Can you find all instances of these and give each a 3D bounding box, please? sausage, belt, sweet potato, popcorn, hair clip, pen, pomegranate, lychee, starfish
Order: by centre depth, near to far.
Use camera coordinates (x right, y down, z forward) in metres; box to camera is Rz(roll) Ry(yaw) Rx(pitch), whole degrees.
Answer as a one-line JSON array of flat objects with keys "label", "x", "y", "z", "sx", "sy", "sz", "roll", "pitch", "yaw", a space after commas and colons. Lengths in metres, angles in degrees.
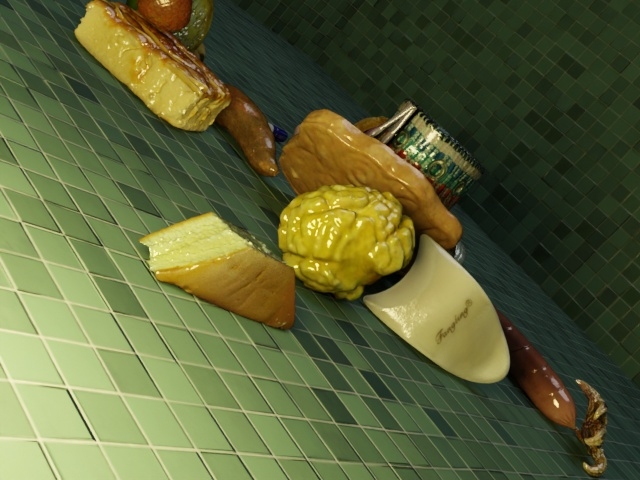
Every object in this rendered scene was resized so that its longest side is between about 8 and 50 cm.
[{"label": "popcorn", "x": 0.036, "y": -0.003, "z": 1.573, "sx": 0.200, "sy": 0.226, "sz": 0.203, "roll": 59, "pitch": -20, "yaw": -7}, {"label": "hair clip", "x": 0.233, "y": 0.149, "z": 1.727, "sx": 0.282, "sy": 0.172, "sz": 0.113, "roll": 48, "pitch": -7, "yaw": -29}, {"label": "lychee", "x": -0.291, "y": -0.462, "z": 1.778, "sx": 0.101, "sy": 0.114, "sz": 0.140, "roll": -2, "pitch": 68, "yaw": -84}, {"label": "belt", "x": 0.193, "y": -0.151, "z": 1.851, "sx": 0.207, "sy": 0.160, "sz": 0.295, "roll": 46, "pitch": 12, "yaw": 12}, {"label": "starfish", "x": 0.562, "y": 0.385, "z": 1.960, "sx": 0.071, "sy": 0.216, "sz": 0.238, "roll": 8, "pitch": -24, "yaw": 6}, {"label": "sweet potato", "x": -0.150, "y": -0.231, "z": 1.970, "sx": 0.292, "sy": 0.097, "sz": 0.097, "roll": 50, "pitch": 15, "yaw": 31}, {"label": "sausage", "x": 0.427, "y": 0.247, "z": 2.096, "sx": 0.088, "sy": 0.088, "sz": 0.433, "roll": 26, "pitch": 20, "yaw": -48}, {"label": "pomegranate", "x": -0.338, "y": -0.508, "z": 2.144, "sx": 0.159, "sy": 0.190, "sz": 0.241, "roll": 21, "pitch": 3, "yaw": 29}, {"label": "pen", "x": -0.162, "y": -0.281, "z": 2.233, "sx": 0.033, "sy": 0.033, "sz": 0.269, "roll": 49, "pitch": 16, "yaw": 29}]

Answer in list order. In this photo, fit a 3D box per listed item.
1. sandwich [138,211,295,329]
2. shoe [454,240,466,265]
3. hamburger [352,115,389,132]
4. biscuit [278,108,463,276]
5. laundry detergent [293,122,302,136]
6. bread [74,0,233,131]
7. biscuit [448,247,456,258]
[{"label": "sandwich", "x": -0.112, "y": 0.034, "z": 1.232, "sx": 0.258, "sy": 0.096, "sz": 0.094, "roll": 29, "pitch": 12, "yaw": -50}, {"label": "shoe", "x": 0.238, "y": -0.056, "z": 2.421, "sx": 0.210, "sy": 0.132, "sz": 0.342, "roll": 37, "pitch": 17, "yaw": -29}, {"label": "hamburger", "x": 0.152, "y": -0.220, "z": 2.541, "sx": 0.163, "sy": 0.244, "sz": 0.244, "roll": 58, "pitch": 3, "yaw": -30}, {"label": "biscuit", "x": 0.086, "y": -0.070, "z": 1.814, "sx": 0.385, "sy": 0.062, "sz": 0.365, "roll": 38, "pitch": -24, "yaw": -1}, {"label": "laundry detergent", "x": 0.039, "y": -0.193, "z": 2.353, "sx": 0.159, "sy": 0.088, "sz": 0.335, "roll": -3, "pitch": 33, "yaw": -18}, {"label": "bread", "x": -0.312, "y": -0.333, "z": 1.796, "sx": 0.274, "sy": 0.114, "sz": 0.185, "roll": 41, "pitch": 12, "yaw": 7}, {"label": "biscuit", "x": 0.151, "y": -0.046, "z": 2.077, "sx": 0.332, "sy": 0.103, "sz": 0.332, "roll": 38, "pitch": -1, "yaw": 1}]
